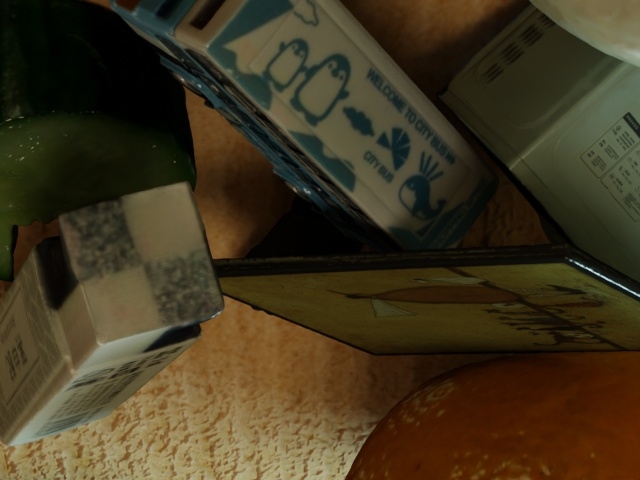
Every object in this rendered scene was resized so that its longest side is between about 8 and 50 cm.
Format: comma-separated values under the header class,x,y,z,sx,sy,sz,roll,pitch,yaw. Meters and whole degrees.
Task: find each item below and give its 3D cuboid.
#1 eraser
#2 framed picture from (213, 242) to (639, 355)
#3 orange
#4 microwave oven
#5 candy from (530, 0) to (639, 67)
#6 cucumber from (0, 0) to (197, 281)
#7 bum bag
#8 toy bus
class,x,y,z,sx,sy,sz,roll,pitch,yaw
eraser,-0.168,0.063,1.367,0.098,0.096,0.404,-15,170,-21
framed picture,0.101,0.049,1.402,0.338,0.014,0.255,-3,162,38
orange,0.212,0.248,1.573,0.424,0.326,0.424,2,165,1
microwave oven,0.208,-0.070,1.376,0.162,0.122,0.208,-43,130,3
candy,0.236,-0.232,1.156,0.295,0.185,0.295,-4,109,-10
cucumber,-0.187,-0.077,1.346,0.191,0.130,0.191,-8,142,-6
bum bag,0.000,0.000,1.498,0.087,0.049,0.198,16,132,-29
toy bus,-0.004,-0.098,1.310,0.106,0.131,0.297,-53,131,-7
